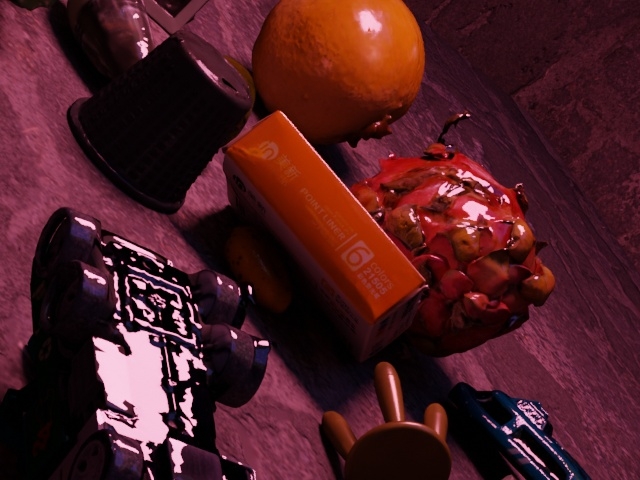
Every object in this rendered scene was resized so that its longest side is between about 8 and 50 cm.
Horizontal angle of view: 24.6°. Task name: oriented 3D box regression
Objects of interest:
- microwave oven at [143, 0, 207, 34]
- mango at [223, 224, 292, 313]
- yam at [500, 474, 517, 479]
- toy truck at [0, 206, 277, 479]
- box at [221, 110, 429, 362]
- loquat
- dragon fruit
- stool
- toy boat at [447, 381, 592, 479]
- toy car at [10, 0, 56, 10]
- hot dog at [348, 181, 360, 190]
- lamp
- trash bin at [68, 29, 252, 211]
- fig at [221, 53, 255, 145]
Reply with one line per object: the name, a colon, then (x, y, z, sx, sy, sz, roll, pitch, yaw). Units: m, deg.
microwave oven: (-0.182, -0.428, 2.178, 0.122, 0.208, 0.162, 42, 17, -15)
mango: (-0.070, 0.033, 1.678, 0.114, 0.057, 0.079, 60, 16, 14)
yam: (0.257, 0.342, 1.777, 0.132, 0.054, 0.054, 44, 17, -8)
toy truck: (-0.142, 0.130, 1.064, 0.176, 0.178, 0.363, 25, 26, -30)
box: (0.000, 0.000, 1.719, 0.274, 0.091, 0.221, 50, -12, 10)
loquat: (0.035, -0.268, 2.243, 0.275, 0.275, 0.275, 42, 17, -16)
dragon fruit: (0.171, 0.018, 1.889, 0.291, 0.269, 0.250, 30, -30, 51)
stool: (0.074, 0.210, 1.529, 0.135, 0.134, 0.110, -4, 28, -7)
toy boat: (0.289, 0.271, 1.857, 0.299, 0.092, 0.134, 47, 4, 29)
toy car: (-0.366, -0.382, 1.702, 0.213, 0.176, 0.359, 30, 32, -22)
hot dog: (0.094, -0.053, 2.283, 0.071, 0.045, 0.165, 56, 19, 21)
lamp: (-0.257, -0.263, 1.813, 0.101, 0.101, 0.250, 27, 25, -48)
trash bin: (-0.168, -0.147, 1.665, 0.175, 0.161, 0.175, 43, 15, -15)
fig: (-0.165, -0.190, 1.852, 0.156, 0.123, 0.123, 29, 21, -15)
